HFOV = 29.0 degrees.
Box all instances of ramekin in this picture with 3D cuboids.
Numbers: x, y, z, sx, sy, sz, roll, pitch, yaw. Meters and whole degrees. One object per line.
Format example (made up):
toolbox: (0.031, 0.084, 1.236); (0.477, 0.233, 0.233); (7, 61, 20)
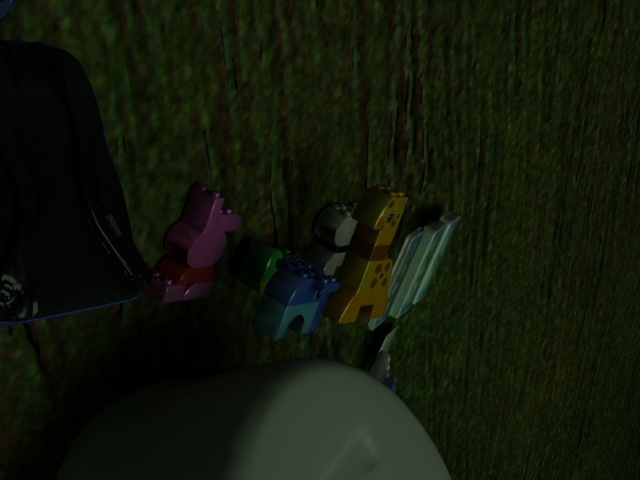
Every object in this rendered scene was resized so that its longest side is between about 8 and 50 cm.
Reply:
ramekin: (-0.020, 0.203, 0.742); (0.277, 0.135, 0.277); (32, 48, -44)

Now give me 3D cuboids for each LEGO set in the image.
LEGO set: (0.000, 0.000, 0.806); (0.227, 0.087, 0.093); (-5, 119, -58)
LEGO set: (0.057, 0.103, 0.972); (0.244, 0.060, 0.182); (-66, 168, 12)

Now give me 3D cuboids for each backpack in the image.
backpack: (-0.147, -0.023, 0.537); (0.098, 0.101, 0.120); (-12, 92, -59)

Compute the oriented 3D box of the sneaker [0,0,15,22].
sneaker: (-0.135, -0.135, 0.495); (0.221, 0.083, 0.087); (-36, 156, -31)
